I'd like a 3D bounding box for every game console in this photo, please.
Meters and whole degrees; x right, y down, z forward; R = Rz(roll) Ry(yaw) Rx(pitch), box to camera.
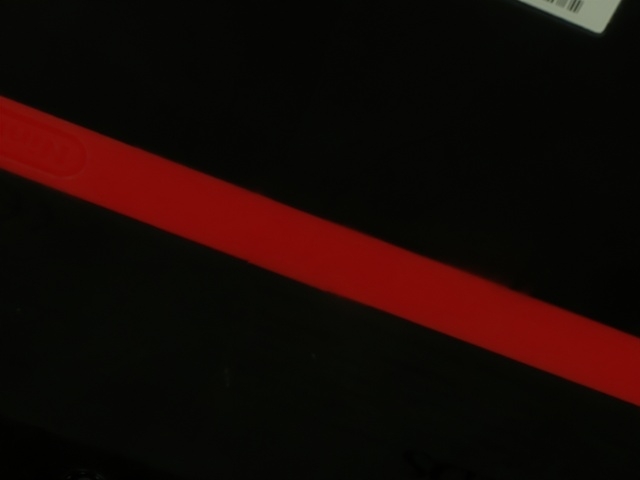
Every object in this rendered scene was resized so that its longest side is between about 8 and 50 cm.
[{"bbox_3d":[0.000,0.000,0.766,0.386,0.060,0.342,20,118,-11],"label":"game console"}]
